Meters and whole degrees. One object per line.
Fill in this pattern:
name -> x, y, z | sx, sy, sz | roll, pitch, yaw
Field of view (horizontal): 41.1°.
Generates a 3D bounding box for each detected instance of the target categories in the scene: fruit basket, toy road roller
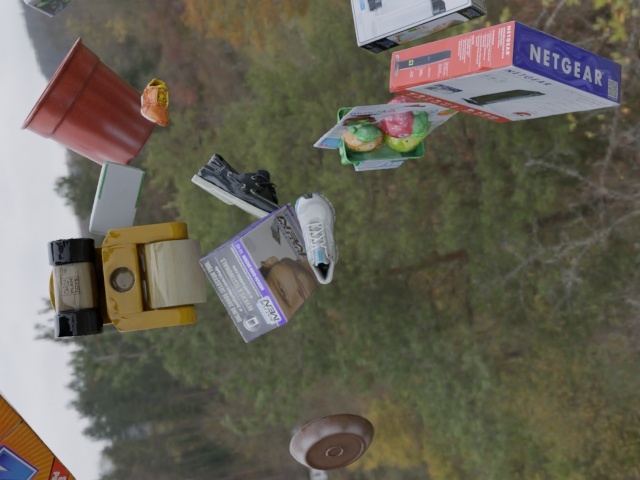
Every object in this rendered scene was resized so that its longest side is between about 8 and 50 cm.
fruit basket -> 0.185, -0.291, 2.245 | 0.353, 0.327, 0.165 | 164, 99, -70
toy road roller -> -0.394, 0.085, 1.768 | 0.240, 0.329, 0.202 | 66, -163, -85

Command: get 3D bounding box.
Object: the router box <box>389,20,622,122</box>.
router box -> 0.356, -0.314, 1.649 | 0.301, 0.335, 0.082 | -1, 84, 52

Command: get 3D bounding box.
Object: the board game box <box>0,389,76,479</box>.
board game box -> -0.725, 0.359, 1.484 | 0.356, 0.356, 0.356 | 24, 148, 47

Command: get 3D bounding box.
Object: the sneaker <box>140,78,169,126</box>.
sneaker -> -0.366, -0.310, 1.905 | 0.067, 0.064, 0.175 | -56, 35, 23

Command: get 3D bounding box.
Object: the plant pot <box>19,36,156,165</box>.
plant pot -> -0.567, -0.322, 2.159 | 0.272, 0.265, 0.272 | -45, 24, 27

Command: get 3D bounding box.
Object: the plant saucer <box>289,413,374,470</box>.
plant saucer -> 0.030, 0.468, 1.942 | 0.036, 0.198, 0.198 | -107, 12, -46

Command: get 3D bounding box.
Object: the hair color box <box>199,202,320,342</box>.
hair color box -> -0.103, 0.055, 1.750 | 0.185, 0.110, 0.339 | 60, -159, -6

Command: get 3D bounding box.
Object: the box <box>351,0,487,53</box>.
box -> 0.215, -0.550, 1.923 | 0.087, 0.290, 0.169 | 3, -102, -57

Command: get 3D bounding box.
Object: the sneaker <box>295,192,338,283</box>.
sneaker -> 0.000, 0.000, 1.585 | 0.083, 0.071, 0.191 | -92, -11, -53

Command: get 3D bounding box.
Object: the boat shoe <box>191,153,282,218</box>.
boat shoe -> -0.170, -0.126, 2.085 | 0.340, 0.113, 0.127 | 26, 174, 41

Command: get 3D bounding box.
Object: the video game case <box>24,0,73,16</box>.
video game case -> -0.651, -0.641, 2.173 | 0.022, 0.173, 0.190 | 54, -176, -4

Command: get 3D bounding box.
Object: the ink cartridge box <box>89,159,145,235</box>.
ink cartridge box -> -0.443, -0.092, 1.854 | 0.208, 0.087, 0.153 | -154, 78, -73
